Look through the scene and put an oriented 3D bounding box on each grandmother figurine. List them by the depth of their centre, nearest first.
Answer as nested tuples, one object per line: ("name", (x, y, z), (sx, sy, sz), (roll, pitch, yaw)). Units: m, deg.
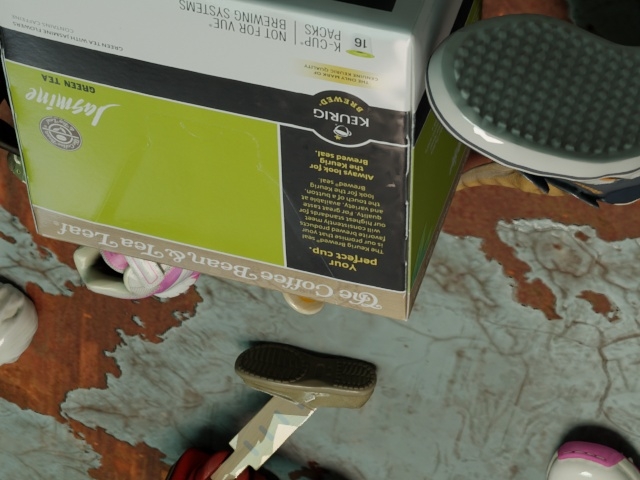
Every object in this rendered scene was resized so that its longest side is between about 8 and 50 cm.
("grandmother figurine", (-0.448, 0.112, 2.151), (0.342, 0.104, 0.208), (-14, 156, 33))

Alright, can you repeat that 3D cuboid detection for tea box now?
("tea box", (-0.055, -0.145, 1.560), (0.329, 0.220, 0.323), (13, 139, 12))

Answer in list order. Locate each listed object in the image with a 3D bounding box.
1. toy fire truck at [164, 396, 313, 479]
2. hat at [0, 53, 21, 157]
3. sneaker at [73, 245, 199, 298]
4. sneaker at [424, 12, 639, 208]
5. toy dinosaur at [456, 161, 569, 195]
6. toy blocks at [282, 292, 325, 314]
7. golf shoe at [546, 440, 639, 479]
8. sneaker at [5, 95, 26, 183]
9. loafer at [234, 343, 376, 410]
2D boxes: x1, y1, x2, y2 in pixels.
("toy fire truck", (-0.044, 0.269, 2.113), (0.217, 0.158, 0.246), (28, 151, -6))
("hat", (-0.328, -0.201, 1.667), (0.331, 0.134, 0.331), (36, 179, 1))
("sneaker", (-0.139, -0.004, 1.822), (0.252, 0.111, 0.103), (-38, 72, 47))
("sneaker", (0.194, -0.088, 1.489), (0.321, 0.126, 0.127), (1, 159, -33))
("toy dinosaur", (0.176, -0.060, 1.672), (0.211, 0.064, 0.112), (1, 138, 25))
("toy blocks", (0.000, 0.000, 1.832), (0.123, 0.054, 0.148), (38, 139, -19))
("golf shoe", (0.275, 0.330, 2.015), (0.115, 0.140, 0.306), (8, 138, 19))
("sneaker", (-0.263, -0.087, 1.847), (0.086, 0.064, 0.192), (-9, 135, 27))
("loafer", (-0.016, 0.145, 2.005), (0.148, 0.056, 0.050), (11, 134, 14))
